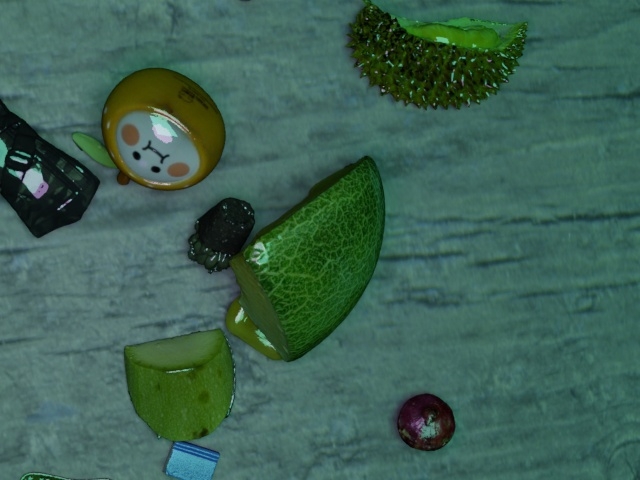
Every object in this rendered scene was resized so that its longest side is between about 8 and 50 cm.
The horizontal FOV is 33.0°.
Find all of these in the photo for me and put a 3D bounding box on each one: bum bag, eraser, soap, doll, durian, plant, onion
[{"bbox_3d":[-0.524,-0.149,1.772,0.340,0.095,0.144,43,78,-14],"label":"bum bag"},{"bbox_3d":[-0.225,0.388,1.883,0.084,0.027,0.063,21,85,-14],"label":"eraser"},{"bbox_3d":[-0.101,0.150,1.908,0.140,0.045,0.089,35,77,-12],"label":"soap"},{"bbox_3d":[-0.280,-0.168,1.804,0.213,0.213,0.236,45,122,-11],"label":"doll"},{"bbox_3d":[0.217,-0.341,1.982,0.351,0.158,0.169,3,54,-15],"label":"durian"},{"bbox_3d":[-0.172,-0.009,1.848,0.094,0.143,0.092,9,49,-29],"label":"plant"},{"bbox_3d":[0.193,0.331,1.964,0.107,0.097,0.107,3,69,-8],"label":"onion"}]

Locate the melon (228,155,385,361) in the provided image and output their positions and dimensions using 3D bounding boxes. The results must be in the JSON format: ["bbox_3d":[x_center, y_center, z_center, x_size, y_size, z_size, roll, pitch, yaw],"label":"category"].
[{"bbox_3d":[0.000,0.000,1.842,0.343,0.226,0.331,-42,137,-18],"label":"melon"}]

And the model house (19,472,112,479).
[{"bbox_3d":[-0.427,0.456,1.797,0.166,0.088,0.117,10,88,-15],"label":"model house"}]

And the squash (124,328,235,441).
[{"bbox_3d":[-0.230,0.251,1.844,0.191,0.085,0.184,-11,84,-12],"label":"squash"}]
